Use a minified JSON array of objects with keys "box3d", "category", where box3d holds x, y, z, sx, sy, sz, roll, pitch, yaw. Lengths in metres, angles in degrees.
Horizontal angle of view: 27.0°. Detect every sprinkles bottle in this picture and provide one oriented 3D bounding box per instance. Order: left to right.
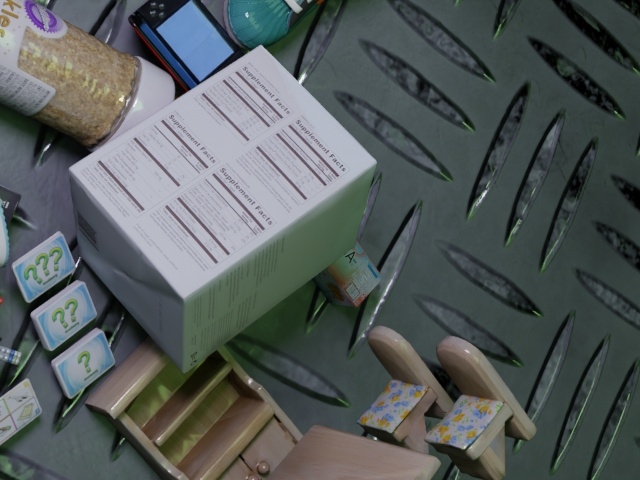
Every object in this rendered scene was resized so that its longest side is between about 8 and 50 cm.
[{"box3d":[-0.331,-0.204,1.428,0.355,0.121,0.121,27,77,-31],"category":"sprinkles bottle"}]

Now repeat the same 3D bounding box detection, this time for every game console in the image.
[{"box3d":[-0.149,-0.228,1.556,0.124,0.085,0.144,-45,104,-24],"category":"game console"}]

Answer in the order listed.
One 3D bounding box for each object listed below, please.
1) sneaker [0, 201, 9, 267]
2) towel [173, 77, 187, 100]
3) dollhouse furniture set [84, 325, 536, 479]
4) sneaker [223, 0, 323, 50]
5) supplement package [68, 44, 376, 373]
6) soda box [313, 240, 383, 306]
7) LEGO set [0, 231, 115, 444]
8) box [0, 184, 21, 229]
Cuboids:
[{"box3d":[-0.387,-0.071,1.351,0.092,0.087,0.228,-18,100,-30],"category":"sneaker"},{"box3d":[-0.188,-0.076,1.593,0.102,0.021,0.237,35,74,-24],"category":"towel"},{"box3d":[-0.046,0.230,1.475,0.362,0.394,0.256,-48,115,-23],"category":"dollhouse furniture set"},{"box3d":[-0.001,-0.356,1.640,0.108,0.121,0.302,47,68,-26],"category":"sneaker"},{"box3d":[-0.109,-0.034,1.470,0.263,0.199,0.198,-36,71,-22],"category":"supplement package"},{"box3d":[0.000,0.000,1.693,0.058,0.063,0.183,-46,116,-24],"category":"soda box"},{"box3d":[-0.328,0.127,1.445,0.244,0.060,0.182,-38,124,-38],"category":"LEGO set"},{"box3d":[-0.446,0.017,1.401,0.183,0.056,0.231,27,77,-31],"category":"box"}]
